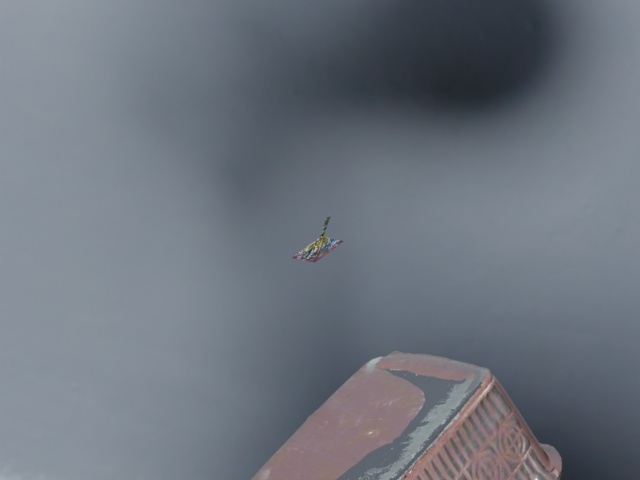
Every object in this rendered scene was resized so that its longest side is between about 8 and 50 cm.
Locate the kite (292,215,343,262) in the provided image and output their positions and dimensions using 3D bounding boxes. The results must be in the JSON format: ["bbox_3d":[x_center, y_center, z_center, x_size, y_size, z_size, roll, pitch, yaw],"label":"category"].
[{"bbox_3d":[0.005,-0.001,1.287,0.044,0.002,0.078,-6,151,-37],"label":"kite"}]

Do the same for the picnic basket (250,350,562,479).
[{"bbox_3d":[0.059,0.220,1.338,0.223,0.297,0.129,7,129,43],"label":"picnic basket"}]
